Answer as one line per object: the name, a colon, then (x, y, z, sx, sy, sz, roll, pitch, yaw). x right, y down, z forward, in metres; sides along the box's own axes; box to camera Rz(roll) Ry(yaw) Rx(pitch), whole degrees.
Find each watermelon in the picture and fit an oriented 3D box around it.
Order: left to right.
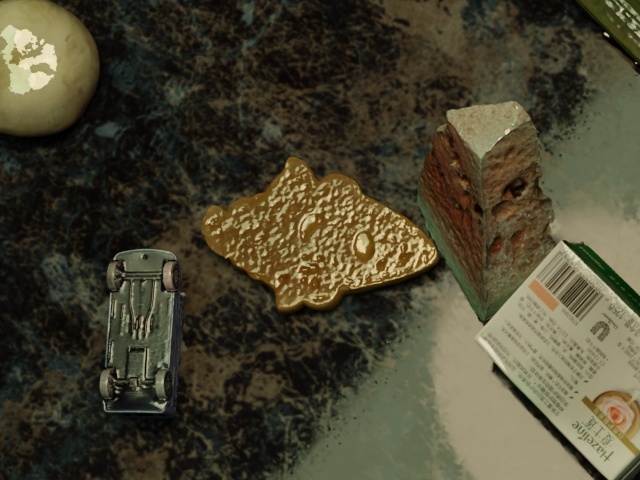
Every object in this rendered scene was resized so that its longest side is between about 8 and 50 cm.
watermelon: (0.158, -0.052, 1.790, 0.094, 0.241, 0.154, -29, 63, -15)

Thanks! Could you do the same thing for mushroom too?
mushroom: (-0.312, -0.183, 2.001, 0.154, 0.122, 0.154, 2, 86, -24)

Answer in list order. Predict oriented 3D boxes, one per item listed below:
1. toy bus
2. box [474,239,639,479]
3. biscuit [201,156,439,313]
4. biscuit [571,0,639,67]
toy bus: (-0.177, 0.096, 1.903, 0.073, 0.076, 0.167, 0, 76, 14)
box: (0.263, 0.113, 1.776, 0.135, 0.081, 0.199, -49, 66, 17)
biscuit: (0.000, 0.000, 1.913, 0.250, 0.035, 0.162, 9, 81, 16)
biscuit: (0.275, -0.302, 1.942, 0.099, 0.038, 0.322, -37, 69, -3)
